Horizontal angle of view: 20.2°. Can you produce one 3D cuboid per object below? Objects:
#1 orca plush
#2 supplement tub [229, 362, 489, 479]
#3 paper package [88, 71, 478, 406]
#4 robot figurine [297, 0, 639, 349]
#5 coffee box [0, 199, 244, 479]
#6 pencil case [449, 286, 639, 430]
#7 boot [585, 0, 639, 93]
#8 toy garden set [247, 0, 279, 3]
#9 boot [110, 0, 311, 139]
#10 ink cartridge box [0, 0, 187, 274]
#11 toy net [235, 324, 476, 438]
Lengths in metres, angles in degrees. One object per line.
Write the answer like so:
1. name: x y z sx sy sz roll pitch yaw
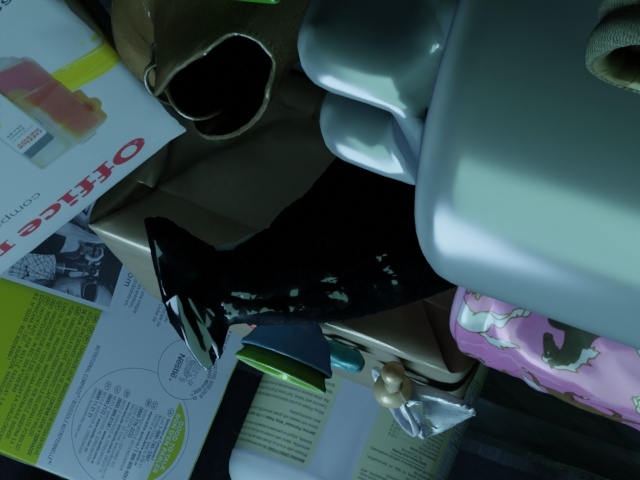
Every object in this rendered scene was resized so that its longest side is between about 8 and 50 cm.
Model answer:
1. orca plush: 0.056 -0.040 0.854 0.287 0.151 0.102 -15 180 -17
2. supplement tub: 0.039 0.206 1.992 0.235 0.325 0.235 22 171 4
3. paper package: 0.000 0.000 1.427 0.309 0.168 0.325 21 171 6
4. robot figurine: 0.172 -0.046 0.686 0.353 0.200 0.300 20 167 13
5. coffee box: -0.295 0.088 2.042 0.334 0.338 0.337 26 170 -22
6. pencil case: 0.271 0.060 1.149 0.386 0.167 0.160 20 167 16
7. boot: 0.157 -0.111 0.463 0.077 0.165 0.213 25 171 -24
8. toy garden set: -0.117 -0.205 0.817 0.204 0.049 0.244 51 164 -27
9. boot: -0.067 -0.110 0.958 0.112 0.115 0.305 30 166 -15
10. ink cartridge box: -0.278 -0.098 1.075 0.160 0.279 0.385 53 -178 20
11. toy net: 0.017 0.101 1.306 0.232 0.045 0.122 30 167 -40
